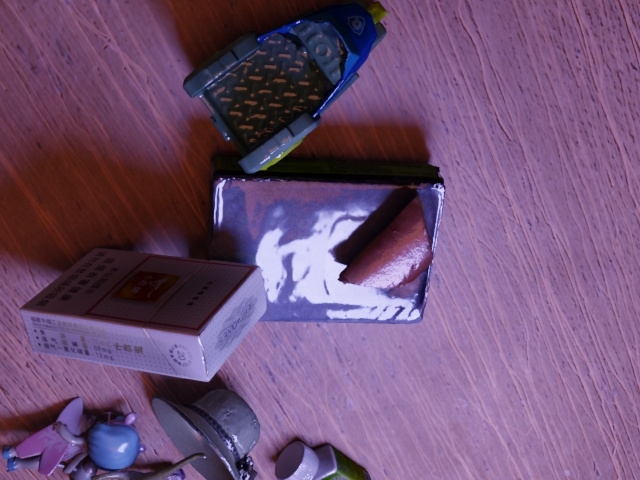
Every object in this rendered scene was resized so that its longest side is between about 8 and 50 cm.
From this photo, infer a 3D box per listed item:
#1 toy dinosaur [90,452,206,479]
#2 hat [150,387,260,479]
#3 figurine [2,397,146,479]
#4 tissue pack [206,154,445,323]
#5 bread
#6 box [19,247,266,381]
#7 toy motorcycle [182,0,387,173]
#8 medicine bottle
[{"bbox_3d":[-0.327,0.449,1.676,0.199,0.072,0.251,-15,152,-18],"label":"toy dinosaur"},{"bbox_3d":[-0.190,0.354,1.675,0.130,0.257,0.257,-40,122,-25],"label":"hat"},{"bbox_3d":[-0.465,0.414,1.687,0.260,0.103,0.205,-8,119,-8],"label":"figurine"},{"bbox_3d":[0.000,0.000,1.541,0.394,0.124,0.288,2,117,-11],"label":"tissue pack"},{"bbox_3d":[0.132,0.024,1.470,0.119,0.067,0.192,36,104,-24],"label":"bread"},{"bbox_3d":[-0.278,0.110,1.422,0.330,0.210,0.095,7,121,22],"label":"box"},{"bbox_3d":[-0.032,-0.263,1.346,0.326,0.200,0.191,-36,98,4],"label":"toy motorcycle"},{"bbox_3d":[0.002,0.496,1.823,0.132,0.088,0.188,-44,117,14],"label":"medicine bottle"}]
